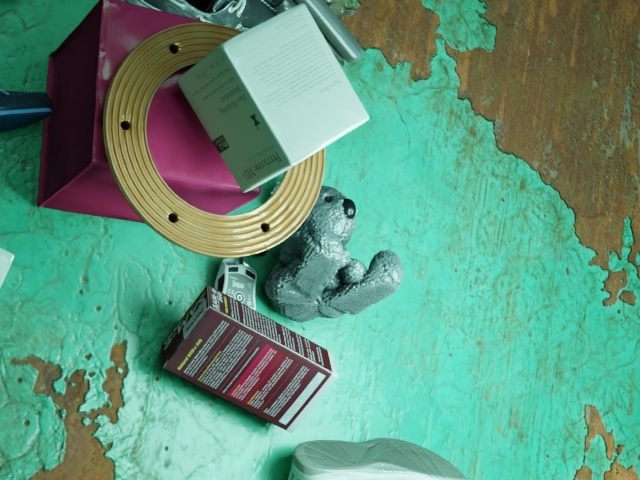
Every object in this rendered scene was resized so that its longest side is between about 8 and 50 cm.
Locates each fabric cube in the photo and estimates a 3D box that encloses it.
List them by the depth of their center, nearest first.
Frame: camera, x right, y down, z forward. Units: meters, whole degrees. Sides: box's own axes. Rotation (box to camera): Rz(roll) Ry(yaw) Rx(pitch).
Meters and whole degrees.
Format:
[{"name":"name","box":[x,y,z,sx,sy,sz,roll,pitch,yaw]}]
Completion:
[{"name":"fabric cube","box":[-0.251,-0.177,1.882,0.258,0.254,0.259,9,74,-27]}]

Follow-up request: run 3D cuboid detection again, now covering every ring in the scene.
[{"name":"ring","box":[-0.145,-0.139,1.766,0.336,0.032,0.337,7,75,-30]}]

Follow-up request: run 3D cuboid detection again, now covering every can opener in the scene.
[{"name":"can opener","box":[-0.035,-0.409,2.123,0.283,0.076,0.095,47,30,-27]}]

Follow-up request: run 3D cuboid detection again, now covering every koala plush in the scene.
[{"name":"koala plush","box":[0.000,0.000,2.055,0.196,0.203,0.221,24,45,-34]}]

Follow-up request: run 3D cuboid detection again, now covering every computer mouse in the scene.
[{"name":"computer mouse","box":[-0.138,0.065,2.014,0.106,0.042,0.193,20,63,-30]}]

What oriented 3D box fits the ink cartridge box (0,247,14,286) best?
[{"name":"ink cartridge box","box":[-0.522,0.080,1.726,0.128,0.127,0.176,30,64,-21]}]

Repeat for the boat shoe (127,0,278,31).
[{"name":"boat shoe","box":[-0.166,-0.390,2.073,0.301,0.102,0.108,18,69,-26]}]

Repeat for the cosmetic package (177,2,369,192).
[{"name":"cosmetic package","box":[-0.064,-0.190,1.718,0.151,0.151,0.184,-33,95,-31]}]

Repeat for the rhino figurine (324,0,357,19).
[{"name":"rhino figurine","box":[-0.014,-0.447,2.198,0.106,0.073,0.243,-33,97,-30]}]

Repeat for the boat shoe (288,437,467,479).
[{"name":"boat shoe","box":[0.089,0.388,2.036,0.320,0.118,0.103,7,111,-32]}]

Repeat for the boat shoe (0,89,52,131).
[{"name":"boat shoe","box":[-0.512,-0.203,1.819,0.258,0.109,0.089,-7,78,-34]}]

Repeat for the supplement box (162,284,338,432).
[{"name":"supplement box","box":[-0.108,0.183,1.944,0.239,0.130,0.073,31,20,-22]}]
